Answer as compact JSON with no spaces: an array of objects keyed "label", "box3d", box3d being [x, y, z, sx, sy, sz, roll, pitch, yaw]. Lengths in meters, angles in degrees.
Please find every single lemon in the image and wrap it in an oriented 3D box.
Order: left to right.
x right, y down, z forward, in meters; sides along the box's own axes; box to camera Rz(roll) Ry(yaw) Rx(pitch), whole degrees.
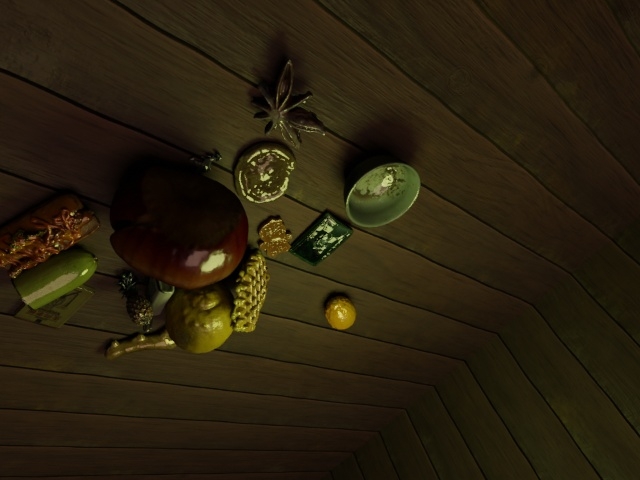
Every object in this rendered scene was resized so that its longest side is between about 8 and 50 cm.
[{"label":"lemon","box3d":[-0.443,0.281,1.797,0.286,0.285,0.316,-22,169,-5]},{"label":"lemon","box3d":[0.089,0.324,2.193,0.142,0.142,0.187,-24,133,-2]}]

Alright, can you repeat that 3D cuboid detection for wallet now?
[{"label":"wallet","box3d":[0.001,0.002,1.903,0.160,0.055,0.236,32,114,-35]}]

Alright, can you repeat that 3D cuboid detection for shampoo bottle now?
[{"label":"shampoo bottle","box3d":[-0.602,0.215,1.757,0.071,0.153,0.284,4,135,-31]}]

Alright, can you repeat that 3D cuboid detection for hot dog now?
[{"label":"hot dog","box3d":[-0.843,-0.010,1.445,0.349,0.117,0.158,-27,137,2]}]

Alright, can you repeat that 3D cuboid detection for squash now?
[{"label":"squash","box3d":[-0.840,0.110,1.551,0.247,0.132,0.132,-30,139,-16]}]

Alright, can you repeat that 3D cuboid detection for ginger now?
[{"label":"ginger","box3d":[-0.727,0.426,1.961,0.299,0.065,0.117,-13,122,-15]}]

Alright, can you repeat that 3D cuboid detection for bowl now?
[{"label":"bowl","box3d":[0.199,-0.199,1.730,0.290,0.146,0.289,-14,137,-14]}]

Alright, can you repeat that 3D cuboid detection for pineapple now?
[{"label":"pineapple","box3d":[-0.648,0.208,1.681,0.083,0.221,0.103,-26,148,-23]}]

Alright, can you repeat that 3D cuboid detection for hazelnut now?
[{"label":"hazelnut","box3d":[-0.424,-0.027,1.430,0.410,0.359,0.359,22,127,4]}]

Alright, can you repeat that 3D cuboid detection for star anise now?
[{"label":"star anise","box3d":[-0.097,-0.388,1.434,0.199,0.110,0.257,-19,126,29]}]

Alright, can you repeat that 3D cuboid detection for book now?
[{"label":"book","box3d":[-0.936,0.220,1.691,0.231,0.026,0.161,-40,135,16]}]

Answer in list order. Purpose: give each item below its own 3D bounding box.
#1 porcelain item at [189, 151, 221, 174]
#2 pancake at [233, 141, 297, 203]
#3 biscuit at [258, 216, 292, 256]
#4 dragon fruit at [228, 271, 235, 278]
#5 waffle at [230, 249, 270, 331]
[{"label":"porcelain item","box3d":[-0.380,-0.238,1.509,0.136,0.021,0.075,-42,135,16]},{"label":"pancake","box3d":[-0.184,-0.219,1.606,0.223,0.042,0.236,19,122,-39]},{"label":"biscuit","box3d":[-0.178,-0.011,1.822,0.134,0.027,0.184,-28,136,4]},{"label":"dragon fruit","box3d":[-0.391,0.061,1.692,0.183,0.182,0.188,-14,152,-12]},{"label":"waffle","box3d":[-0.259,0.199,1.802,0.062,0.329,0.329,7,135,8]}]
